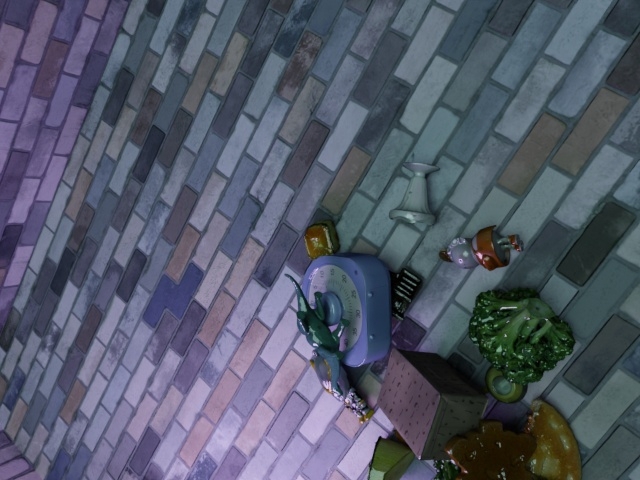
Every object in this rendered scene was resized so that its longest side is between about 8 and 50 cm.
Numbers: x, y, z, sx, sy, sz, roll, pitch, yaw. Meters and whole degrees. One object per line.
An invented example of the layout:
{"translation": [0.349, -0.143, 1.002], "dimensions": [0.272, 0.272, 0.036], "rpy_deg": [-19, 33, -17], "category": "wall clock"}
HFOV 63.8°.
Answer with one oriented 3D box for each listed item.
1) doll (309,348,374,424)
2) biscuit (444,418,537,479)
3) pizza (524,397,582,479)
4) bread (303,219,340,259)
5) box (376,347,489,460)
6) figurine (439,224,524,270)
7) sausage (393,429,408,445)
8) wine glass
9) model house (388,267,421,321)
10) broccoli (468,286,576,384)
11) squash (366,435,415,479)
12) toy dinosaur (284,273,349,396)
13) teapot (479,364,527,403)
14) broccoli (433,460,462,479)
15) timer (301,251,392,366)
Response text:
{"translation": [0.069, 0.531, 1.890], "dimensions": [0.103, 0.145, 0.316], "rpy_deg": [-40, 79, -12], "category": "doll"}
{"translation": [0.493, 0.673, 1.483], "dimensions": [0.278, 0.043, 0.302], "rpy_deg": [4, 79, -8], "category": "biscuit"}
{"translation": [0.670, 0.641, 1.565], "dimensions": [0.228, 0.081, 0.290], "rpy_deg": [-24, 86, -13], "category": "pizza"}
{"translation": [0.000, 0.000, 1.910], "dimensions": [0.127, 0.069, 0.140], "rpy_deg": [-16, 89, 27], "category": "bread"}
{"translation": [0.343, 0.510, 1.621], "dimensions": [0.297, 0.190, 0.225], "rpy_deg": [-140, 63, -65], "category": "box"}
{"translation": [0.505, 0.026, 1.636], "dimensions": [0.271, 0.143, 0.143], "rpy_deg": [0, 93, 51], "category": "figurine"}
{"translation": [0.339, 0.697, 1.785], "dimensions": [0.183, 0.054, 0.062], "rpy_deg": [18, 133, 23], "category": "sausage"}
{"translation": [0.314, -0.153, 1.700], "dimensions": [0.164, 0.165, 0.197], "rpy_deg": [7, 90, 26], "category": "wine glass"}
{"translation": [0.259, 0.164, 1.767], "dimensions": [0.165, 0.106, 0.152], "rpy_deg": [33, 108, 17], "category": "model house"}
{"translation": [0.597, 0.265, 1.518], "dimensions": [0.308, 0.307, 0.275], "rpy_deg": [43, 147, 18], "category": "broccoli"}
{"translation": [0.227, 0.796, 1.759], "dimensions": [0.133, 0.220, 0.220], "rpy_deg": [18, 101, 20], "category": "squash"}
{"translation": [-0.022, 0.326, 1.718], "dimensions": [0.383, 0.129, 0.331], "rpy_deg": [50, 152, 19], "category": "toy dinosaur"}
{"translation": [0.574, 0.449, 1.617], "dimensions": [0.165, 0.119, 0.130], "rpy_deg": [-37, 69, 32], "category": "teapot"}
{"translation": [0.469, 0.780, 1.595], "dimensions": [0.297, 0.297, 0.298], "rpy_deg": [18, 117, 38], "category": "broccoli"}
{"translation": [0.065, 0.227, 1.776], "dimensions": [0.395, 0.173, 0.395], "rpy_deg": [12, 106, 49], "category": "timer"}
